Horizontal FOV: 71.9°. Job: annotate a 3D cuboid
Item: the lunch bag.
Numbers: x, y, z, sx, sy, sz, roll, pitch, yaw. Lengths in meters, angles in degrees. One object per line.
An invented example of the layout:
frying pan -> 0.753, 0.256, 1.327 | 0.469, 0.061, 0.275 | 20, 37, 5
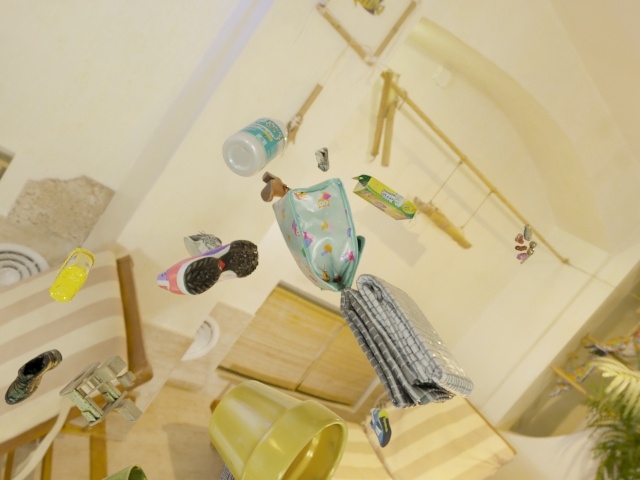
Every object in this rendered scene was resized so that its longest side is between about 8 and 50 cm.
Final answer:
lunch bag -> 0.000, 0.000, 1.072 | 0.223, 0.160, 0.262 | 167, -96, -75

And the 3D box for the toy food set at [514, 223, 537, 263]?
toy food set -> 0.580, 0.018, 1.248 | 0.122, 0.078, 0.019 | 51, -5, -37

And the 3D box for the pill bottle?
pill bottle -> -0.209, -0.332, 1.510 | 0.146, 0.146, 0.264 | 36, 39, -1

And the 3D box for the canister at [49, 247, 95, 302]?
canister -> -0.755, 0.105, 1.345 | 0.073, 0.126, 0.170 | 36, 1, -25

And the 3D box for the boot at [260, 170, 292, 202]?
boot -> -0.172, -0.201, 1.866 | 0.152, 0.073, 0.197 | 32, 34, -30

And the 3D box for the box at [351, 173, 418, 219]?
box -> 0.163, -0.117, 1.184 | 0.179, 0.043, 0.105 | 33, -7, -13

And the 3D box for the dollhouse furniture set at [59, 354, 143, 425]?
dollhouse furniture set -> -0.495, 0.385, 1.052 | 0.181, 0.161, 0.101 | 56, 37, -15

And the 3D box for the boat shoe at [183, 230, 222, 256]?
boat shoe -> -0.463, 0.011, 1.721 | 0.255, 0.079, 0.095 | -3, -66, 56

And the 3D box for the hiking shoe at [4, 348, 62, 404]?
hiking shoe -> -1.011, 0.466, 1.517 | 0.086, 0.227, 0.114 | 37, -10, 11

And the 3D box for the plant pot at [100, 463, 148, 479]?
plant pot -> -0.683, 0.858, 1.314 | 0.275, 0.294, 0.274 | 166, -90, -80

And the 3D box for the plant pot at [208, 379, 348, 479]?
plant pot -> -0.108, 0.441, 0.967 | 0.239, 0.253, 0.254 | 23, -1, 34

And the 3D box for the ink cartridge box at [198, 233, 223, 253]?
ink cartridge box -> -0.342, 0.039, 1.429 | 0.115, 0.062, 0.029 | 45, 21, 25

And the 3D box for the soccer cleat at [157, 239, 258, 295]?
soccer cleat -> -0.283, 0.065, 1.171 | 0.117, 0.108, 0.318 | -2, 11, 28

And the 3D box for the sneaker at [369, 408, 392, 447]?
sneaker -> 0.205, 0.641, 1.518 | 0.053, 0.144, 0.059 | -17, 13, -42

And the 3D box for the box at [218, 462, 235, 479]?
box -> -0.136, 0.671, 1.196 | 0.165, 0.270, 0.143 | 53, 28, -21

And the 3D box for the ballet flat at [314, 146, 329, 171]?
ballet flat -> 0.003, -0.242, 1.272 | 0.041, 0.041, 0.114 | 32, 32, -29

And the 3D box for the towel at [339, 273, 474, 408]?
towel -> 0.178, 0.220, 0.939 | 0.235, 0.121, 0.283 | 32, 20, -53
